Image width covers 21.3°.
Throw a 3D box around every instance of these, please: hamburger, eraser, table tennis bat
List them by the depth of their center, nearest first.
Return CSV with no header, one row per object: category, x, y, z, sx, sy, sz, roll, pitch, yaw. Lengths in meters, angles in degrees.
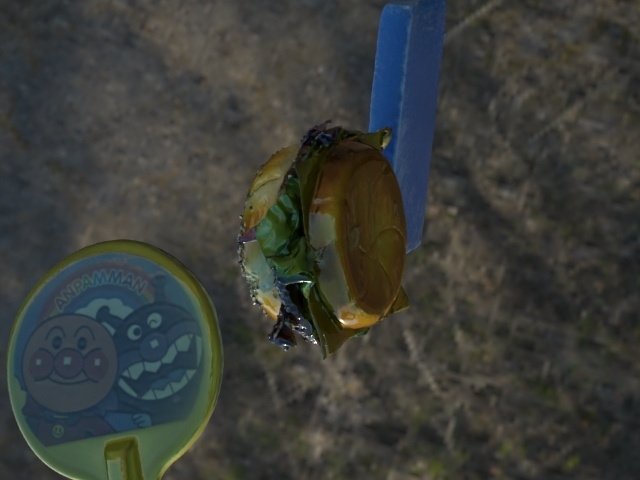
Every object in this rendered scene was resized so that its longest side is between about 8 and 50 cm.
hamburger,-0.002,-0.002,1.212,0.093,0.164,0.189,-1,-179,24
table tennis bat,-0.189,0.179,1.609,0.224,0.369,0.054,-13,165,16
eraser,0.096,-0.134,2.023,0.042,0.144,0.312,11,105,20
